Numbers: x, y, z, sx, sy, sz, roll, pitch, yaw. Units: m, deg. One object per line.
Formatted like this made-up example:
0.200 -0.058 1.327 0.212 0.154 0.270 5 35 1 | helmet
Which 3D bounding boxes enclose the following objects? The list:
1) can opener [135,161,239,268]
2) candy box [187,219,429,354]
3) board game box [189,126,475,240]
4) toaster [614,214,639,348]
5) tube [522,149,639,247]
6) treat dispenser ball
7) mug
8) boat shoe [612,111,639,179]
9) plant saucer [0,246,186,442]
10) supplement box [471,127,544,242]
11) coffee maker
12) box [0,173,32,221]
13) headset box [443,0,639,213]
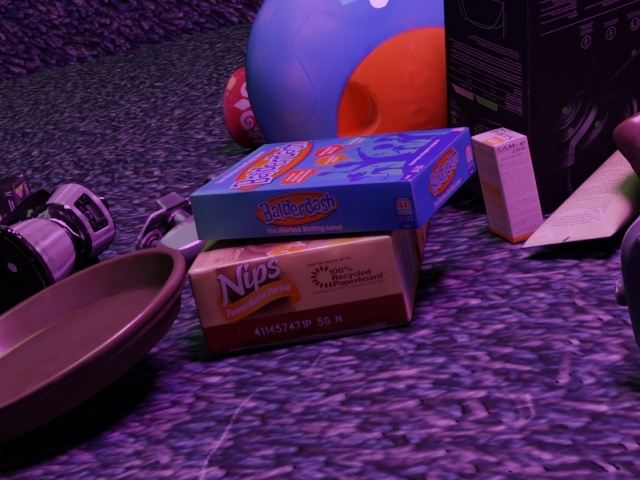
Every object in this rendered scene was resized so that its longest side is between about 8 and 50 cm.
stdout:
-0.088 -0.032 1.708 0.095 0.076 0.283 36 42 27 | can opener
0.000 0.000 1.442 0.183 0.087 0.316 -9 16 10 | candy box
0.013 -0.051 1.360 0.210 0.047 0.160 -4 18 24 | board game box
0.323 0.010 1.067 0.227 0.129 0.146 -9 14 19 | toaster
0.282 -0.047 1.447 0.062 0.070 0.240 38 41 13 | tube
0.061 -0.188 1.677 0.288 0.288 0.288 -12 16 4 | treat dispenser ball
-0.023 -0.190 2.098 0.169 0.113 0.150 1 23 33 | mug
0.388 -0.134 1.459 0.342 0.123 0.123 -34 -17 -40 | boat shoe
-0.230 0.094 1.293 0.278 0.041 0.278 -26 16 8 | plant saucer
0.179 -0.053 1.461 0.036 0.098 0.062 -17 16 -11 | supplement box
-0.315 0.022 1.571 0.171 0.120 0.178 -9 15 18 | coffee maker
-0.434 -0.051 2.053 0.083 0.052 0.062 -10 17 9 | box
0.259 -0.184 1.546 0.246 0.283 0.131 -23 34 -28 | headset box
